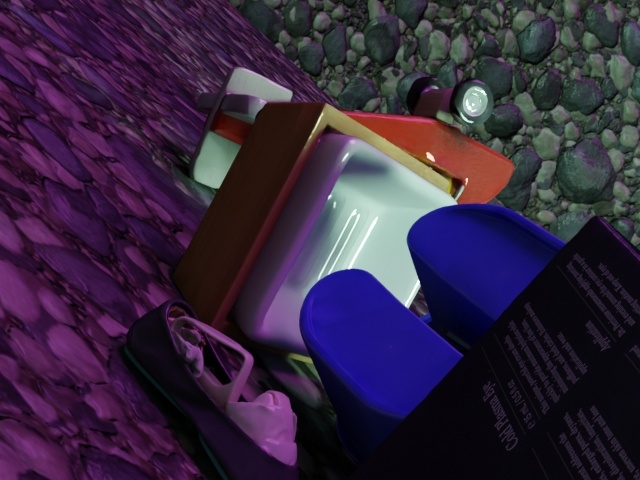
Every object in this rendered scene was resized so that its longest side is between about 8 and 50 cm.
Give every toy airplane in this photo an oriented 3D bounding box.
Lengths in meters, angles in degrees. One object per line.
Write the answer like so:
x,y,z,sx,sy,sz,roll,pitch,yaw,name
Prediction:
0.018,-0.074,1.653,0.384,0.272,0.386,6,8,20,toy airplane

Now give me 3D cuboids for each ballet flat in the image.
-0.064,0.117,0.945,0.203,0.074,0.074,48,11,26,ballet flat

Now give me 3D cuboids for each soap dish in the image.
0.000,0.000,1.285,0.118,0.229,0.291,29,2,30,soap dish

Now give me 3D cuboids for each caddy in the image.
0.133,0.118,1.124,0.179,0.241,0.341,63,-10,-28,caddy

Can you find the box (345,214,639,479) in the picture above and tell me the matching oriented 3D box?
0.165,0.195,0.803,0.179,0.312,0.343,40,11,-15,box
